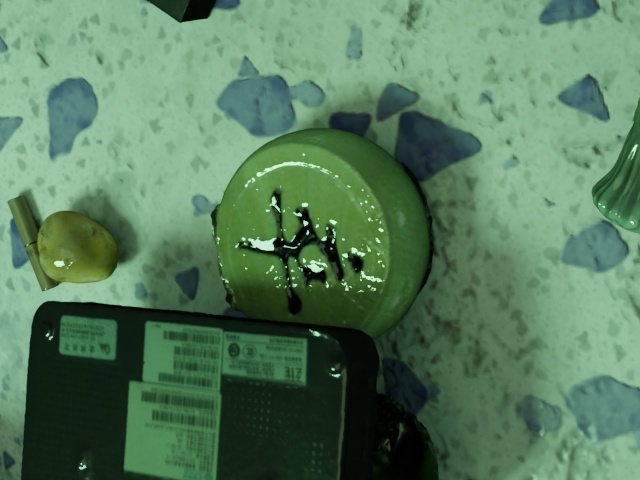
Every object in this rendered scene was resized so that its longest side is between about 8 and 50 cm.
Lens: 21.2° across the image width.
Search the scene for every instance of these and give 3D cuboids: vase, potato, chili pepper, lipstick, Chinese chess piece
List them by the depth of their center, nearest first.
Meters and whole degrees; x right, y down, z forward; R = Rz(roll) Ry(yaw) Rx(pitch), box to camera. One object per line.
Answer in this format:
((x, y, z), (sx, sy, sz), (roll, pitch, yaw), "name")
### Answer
((0.253, -0.080, 1.265), (0.081, 0.081, 0.149), (31, 119, 23), "vase")
((0.000, 0.000, 1.432), (0.188, 0.083, 0.189), (6, 101, 32), "Chinese chess piece")
((-0.008, 0.183, 1.471), (0.264, 0.116, 0.148), (3, 113, 32), "chili pepper")
((-0.227, 0.009, 1.592), (0.083, 0.062, 0.068), (10, 122, 8), "potato")
((-0.276, 0.002, 1.640), (0.019, 0.019, 0.094), (-24, 87, 33), "lipstick")

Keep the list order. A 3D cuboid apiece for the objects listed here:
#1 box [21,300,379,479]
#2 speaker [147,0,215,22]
((-0.111, 0.165, 1.434), (0.350, 0.058, 0.211), (3, 88, 36), "box")
((-0.097, -0.300, 1.449), (0.082, 0.044, 0.218), (37, 117, 20), "speaker")
